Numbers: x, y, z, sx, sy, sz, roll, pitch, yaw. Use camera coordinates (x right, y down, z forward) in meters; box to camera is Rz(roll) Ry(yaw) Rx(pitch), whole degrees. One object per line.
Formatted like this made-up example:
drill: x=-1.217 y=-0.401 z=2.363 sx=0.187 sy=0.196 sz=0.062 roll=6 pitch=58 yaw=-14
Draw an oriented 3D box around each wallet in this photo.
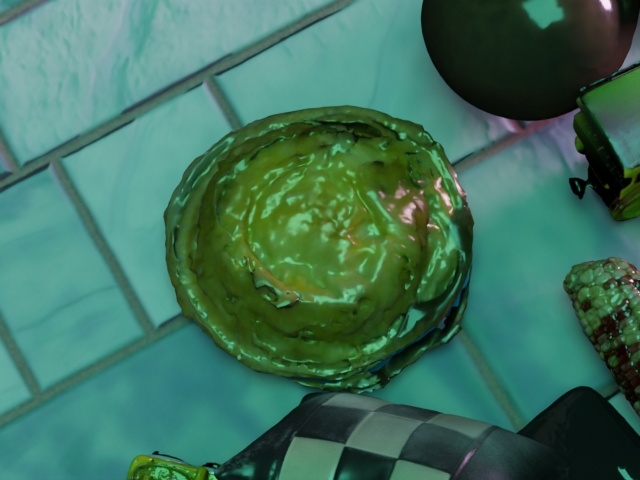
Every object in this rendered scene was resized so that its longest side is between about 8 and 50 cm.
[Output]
wallet: x=0.246 y=0.242 z=1.447 sx=0.149 sy=0.044 sz=0.250 roll=-34 pitch=73 yaw=-12

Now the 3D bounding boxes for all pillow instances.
pillow: x=0.059 y=0.189 z=1.389 sx=0.250 sy=0.186 sz=0.106 roll=12 pitch=109 yaw=24

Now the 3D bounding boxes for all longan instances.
longan: x=0.187 y=-0.199 z=1.521 sx=0.198 sy=0.198 sz=0.212 roll=1 pitch=47 yaw=3

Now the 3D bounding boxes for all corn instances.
corn: x=0.298 y=0.115 z=1.465 sx=0.086 sy=0.086 sz=0.253 roll=-29 pitch=71 yaw=-7

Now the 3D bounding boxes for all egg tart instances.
egg tart: x=0.000 y=0.000 z=1.505 sx=0.291 sy=0.107 sz=0.291 roll=-1 pitch=72 yaw=3

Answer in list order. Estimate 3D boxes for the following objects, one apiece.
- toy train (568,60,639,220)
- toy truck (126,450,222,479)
toy train: x=0.358 y=-0.120 z=1.503 sx=0.296 sy=0.160 sz=0.100 roll=-25 pitch=69 yaw=-7
toy truck: x=-0.113 y=0.219 z=1.451 sx=0.111 sy=0.077 sz=0.076 roll=11 pitch=73 yaw=6
